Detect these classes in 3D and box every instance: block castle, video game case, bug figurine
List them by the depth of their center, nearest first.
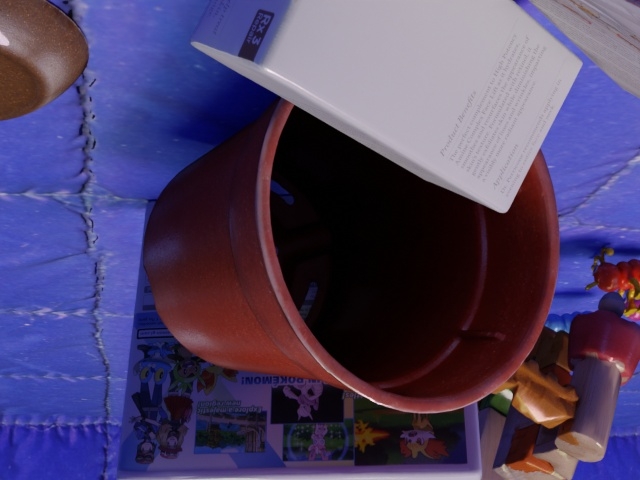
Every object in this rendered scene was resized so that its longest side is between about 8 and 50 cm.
[{"bbox_3d":[-0.019,0.089,0.977,0.328,0.300,0.036,-2,150,4],"label":"video game case"},{"bbox_3d":[0.149,0.152,1.253,0.303,0.213,0.453,33,147,-12],"label":"block castle"},{"bbox_3d":[0.406,0.077,1.309,0.216,0.072,0.279,-3,158,-11],"label":"bug figurine"}]

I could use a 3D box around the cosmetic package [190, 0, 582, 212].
[{"bbox_3d":[0.048,-0.113,0.609,0.231,0.117,0.085,26,-179,-41],"label":"cosmetic package"}]

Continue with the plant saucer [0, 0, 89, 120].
[{"bbox_3d":[-0.269,-0.130,0.731,0.198,0.036,0.198,-1,162,0],"label":"plant saucer"}]

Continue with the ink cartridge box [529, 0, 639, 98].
[{"bbox_3d":[0.179,-0.101,0.483,0.261,0.296,0.066,29,105,-35],"label":"ink cartridge box"}]

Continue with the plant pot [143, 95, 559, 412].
[{"bbox_3d":[0.000,0.000,0.817,0.272,0.273,0.265,12,166,-32],"label":"plant pot"}]
